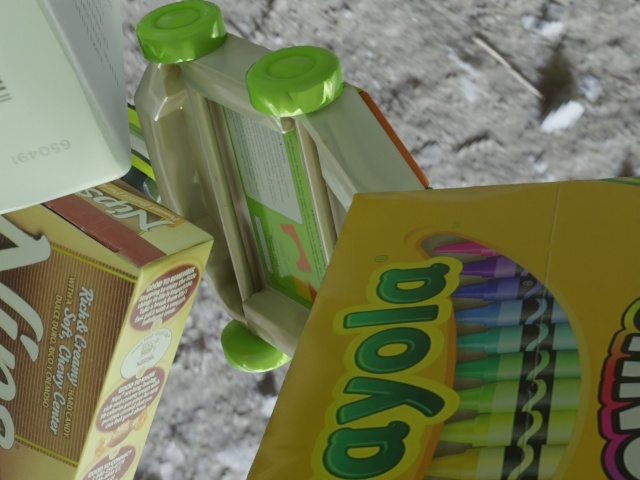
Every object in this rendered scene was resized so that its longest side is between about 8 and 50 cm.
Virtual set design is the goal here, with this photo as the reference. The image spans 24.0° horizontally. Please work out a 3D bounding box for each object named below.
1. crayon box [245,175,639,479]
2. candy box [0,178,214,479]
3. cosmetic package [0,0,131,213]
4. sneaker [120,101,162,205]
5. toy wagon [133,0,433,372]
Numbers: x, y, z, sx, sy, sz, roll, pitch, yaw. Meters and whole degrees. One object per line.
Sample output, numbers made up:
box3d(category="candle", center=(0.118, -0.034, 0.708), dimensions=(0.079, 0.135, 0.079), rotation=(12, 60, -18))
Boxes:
box3d(category="crayon box", center=(0.139, 0.094, 0.549), dimensions=(0.313, 0.363, 0.106), rotation=(-2, 118, 14))
box3d(category="candy box", center=(-0.208, 0.096, 1.028), dimensions=(0.183, 0.087, 0.316), rotation=(31, 116, 20))
box3d(category="cosmetic package", center=(-0.212, -0.231, 0.722), dimensions=(0.161, 0.453, 0.230), rotation=(-16, 133, 5))
box3d(category="sneaker", center=(-0.243, -0.073, 1.123), dimensions=(0.300, 0.111, 0.121), rotation=(21, 79, 13))
box3d(category="toy wagon", center=(0.000, 0.000, 0.939), dimensions=(0.068, 0.344, 0.267), rotation=(-31, 127, -27))
